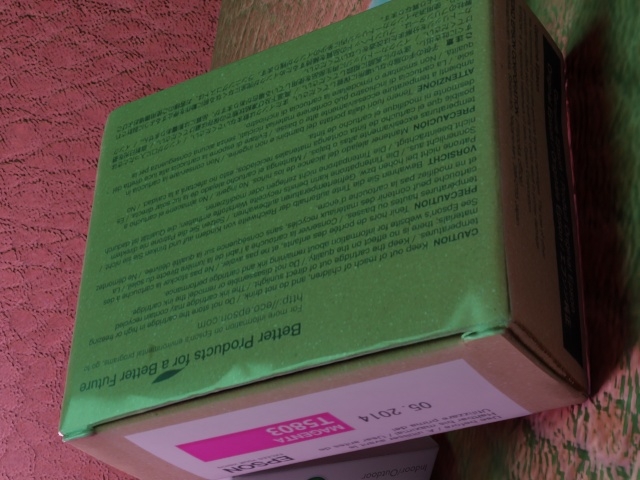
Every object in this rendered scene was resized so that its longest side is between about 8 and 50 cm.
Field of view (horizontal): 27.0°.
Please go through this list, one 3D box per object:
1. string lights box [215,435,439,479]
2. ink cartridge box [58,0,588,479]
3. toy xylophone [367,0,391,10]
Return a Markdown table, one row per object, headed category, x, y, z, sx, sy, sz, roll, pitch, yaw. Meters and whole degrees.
| category | x | y | z | sx | sy | sz | roll | pitch | yaw |
| --- | --- | --- | --- | --- | --- | --- | --- | --- | --- |
| string lights box | -0.033 | 0.214 | 0.765 | 0.077 | 0.133 | 0.260 | 41 | 126 | 49 |
| ink cartridge box | 0.000 | 0.000 | 0.633 | 0.234 | 0.088 | 0.193 | -16 | 55 | 28 |
| toy xylophone | 0.004 | -0.035 | 0.842 | 0.323 | 0.081 | 0.236 | -62 | 14 | 10 |
